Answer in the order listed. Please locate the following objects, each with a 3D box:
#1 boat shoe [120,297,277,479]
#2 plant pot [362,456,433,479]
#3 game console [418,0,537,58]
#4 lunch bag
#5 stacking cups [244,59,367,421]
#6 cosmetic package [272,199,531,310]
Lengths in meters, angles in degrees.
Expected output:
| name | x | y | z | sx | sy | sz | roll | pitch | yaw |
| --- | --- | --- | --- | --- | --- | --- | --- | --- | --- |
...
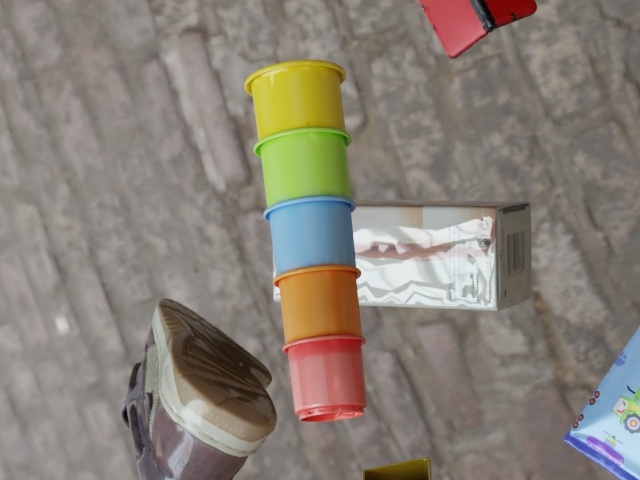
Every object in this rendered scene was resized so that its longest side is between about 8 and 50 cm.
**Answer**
| name | x | y | z | sx | sy | sz | roll | pitch | yaw |
| --- | --- | --- | --- | --- | --- | --- | --- | --- | --- |
| boat shoe | -0.092 | 0.112 | 0.981 | 0.103 | 0.092 | 0.285 | 35 | -178 | -11 |
| plant pot | 0.095 | 0.305 | 1.613 | 0.081 | 0.081 | 0.083 | -12 | 101 | 6 |
| game console | 0.217 | -0.352 | 2.023 | 0.144 | 0.124 | 0.085 | 63 | 160 | 10 |
| lunch bag | 0.441 | 0.202 | 1.452 | 0.293 | 0.138 | 0.221 | 37 | 98 | 31 |
| stacking cups | 0.000 | 0.000 | 1.265 | 0.096 | 0.096 | 0.316 | -27 | 67 | 51 |
| cosmetic package | 0.103 | 0.014 | 1.776 | 0.296 | 0.153 | 0.129 | 1 | 95 | 23 |
